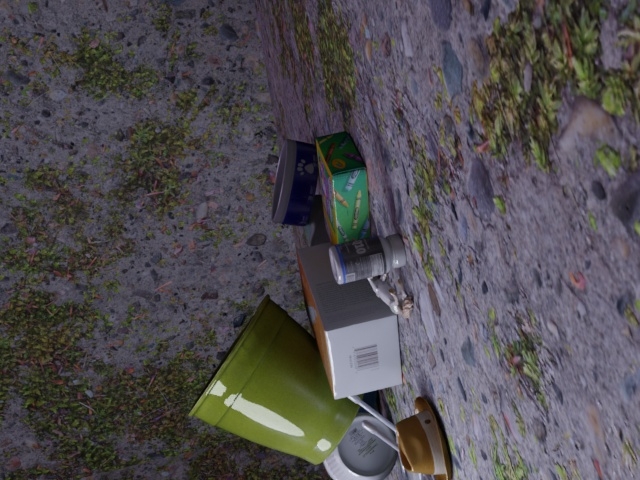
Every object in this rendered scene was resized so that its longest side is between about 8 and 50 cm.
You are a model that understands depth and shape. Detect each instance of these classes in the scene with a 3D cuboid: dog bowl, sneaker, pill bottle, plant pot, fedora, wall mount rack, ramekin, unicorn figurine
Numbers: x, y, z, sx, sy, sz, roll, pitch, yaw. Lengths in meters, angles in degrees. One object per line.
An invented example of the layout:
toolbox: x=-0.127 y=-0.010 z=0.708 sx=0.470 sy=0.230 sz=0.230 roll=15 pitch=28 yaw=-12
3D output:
dog bowl: x=-0.081 y=-0.178 z=2.269 sx=0.265 sy=0.104 sz=0.264 roll=-171 pitch=90 yaw=-81
sneaker: x=0.127 y=0.471 z=2.155 sx=0.092 sy=0.088 sz=0.228 roll=-118 pitch=18 yaw=-74
pill bottle: x=0.091 y=0.033 z=1.405 sx=0.078 sy=0.137 sz=0.078 roll=167 pitch=90 yaw=-83
plant pot: x=-0.093 y=0.387 z=1.881 sx=0.353 sy=0.366 sz=0.366 roll=34 pitch=174 yaw=-3
fedora: x=0.197 y=0.410 z=1.455 sx=0.194 sy=0.079 sz=0.194 roll=167 pitch=90 yaw=-83
wall mount rack: x=0.166 y=0.511 z=1.688 sx=0.350 sy=0.131 sz=0.303 roll=-146 pitch=44 yaw=-80
ramekin: x=0.113 y=0.565 z=1.967 sx=0.109 sy=0.207 sz=0.207 roll=112 pitch=146 yaw=-63
sneaker: x=0.000 y=0.000 z=2.305 sx=0.151 sy=0.094 sz=0.255 roll=105 pitch=162 yaw=-64
unicorn figurine: x=0.135 y=0.098 z=1.470 sx=0.111 sy=0.060 sz=0.161 roll=71 pitch=176 yaw=-50

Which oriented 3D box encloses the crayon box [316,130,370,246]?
crayon box: x=0.056 y=-0.094 z=1.716 sx=0.165 sy=0.081 sz=0.278 roll=-110 pitch=10 yaw=-49

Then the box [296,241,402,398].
box: x=0.065 y=0.177 z=1.767 sx=0.345 sy=0.169 sz=0.214 roll=-112 pitch=11 yaw=-57
